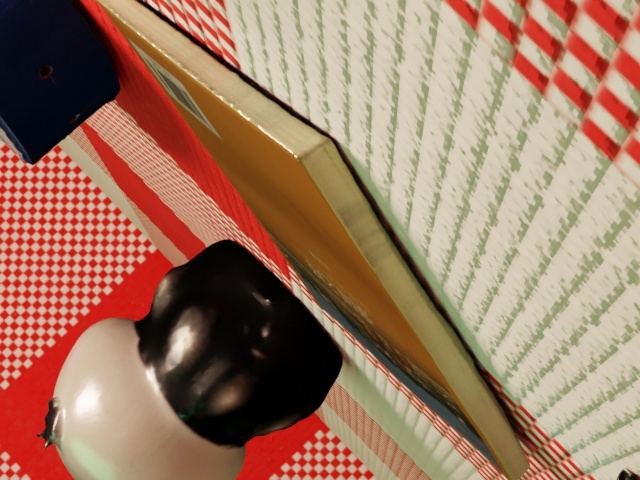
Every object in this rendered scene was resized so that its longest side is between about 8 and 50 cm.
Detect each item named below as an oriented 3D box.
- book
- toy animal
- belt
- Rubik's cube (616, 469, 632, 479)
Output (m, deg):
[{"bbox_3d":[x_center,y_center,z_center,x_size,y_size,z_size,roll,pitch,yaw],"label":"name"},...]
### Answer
[{"bbox_3d":[0.000,0.000,1.010,0.262,0.028,0.374,39,169,44],"label":"book"},{"bbox_3d":[-0.153,0.164,1.639,0.251,0.310,0.251,45,174,6],"label":"toy animal"},{"bbox_3d":[-0.287,-0.181,1.331,0.212,0.117,0.347,49,171,-10],"label":"belt"},{"bbox_3d":[0.164,0.237,0.884,0.284,0.250,0.234,45,155,49],"label":"Rubik's cube"}]
